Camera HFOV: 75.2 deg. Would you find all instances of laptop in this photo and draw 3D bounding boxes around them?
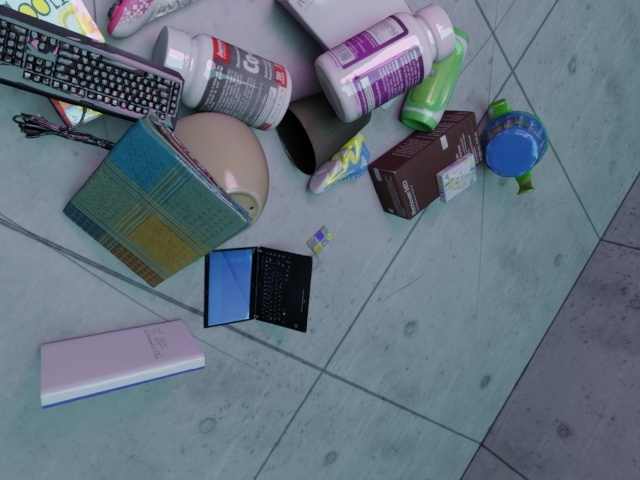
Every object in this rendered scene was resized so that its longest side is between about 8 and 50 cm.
[{"bbox_3d":[-0.174,0.147,1.164,0.136,0.264,0.234,-32,130,-65],"label":"laptop"}]

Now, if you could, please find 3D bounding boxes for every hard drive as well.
[{"bbox_3d":[-0.460,0.271,0.969,0.319,0.210,0.040,-6,109,-32],"label":"hard drive"}]

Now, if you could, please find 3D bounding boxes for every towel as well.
[{"bbox_3d":[0.000,0.000,1.310,0.083,0.009,0.060,-44,123,-14],"label":"towel"},{"bbox_3d":[-0.345,-0.056,0.857,0.271,0.370,0.040,48,37,-19],"label":"towel"}]

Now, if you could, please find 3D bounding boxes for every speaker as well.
[{"bbox_3d":[0.359,-0.503,1.311,0.131,0.131,0.296,18,95,-36],"label":"speaker"}]

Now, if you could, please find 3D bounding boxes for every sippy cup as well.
[{"bbox_3d":[0.674,-0.326,1.463,0.240,0.305,0.224,-59,171,32],"label":"sippy cup"}]

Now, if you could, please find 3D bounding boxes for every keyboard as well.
[{"bbox_3d":[-0.422,-0.261,0.755,0.317,0.033,0.201,10,101,-34],"label":"keyboard"}]

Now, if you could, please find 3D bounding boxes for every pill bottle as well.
[{"bbox_3d":[-0.224,-0.364,0.947,0.283,0.161,0.161,8,101,-36],"label":"pill bottle"},{"bbox_3d":[0.153,-0.421,0.981,0.302,0.169,0.169,-29,122,1],"label":"pill bottle"}]

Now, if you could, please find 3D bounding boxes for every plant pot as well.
[{"bbox_3d":[-0.231,-0.116,0.943,0.284,0.191,0.284,-21,140,-19],"label":"plant pot"}]

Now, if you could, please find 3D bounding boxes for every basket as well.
[{"bbox_3d":[0.016,-0.322,1.133,0.227,0.154,0.204,-38,127,-22],"label":"basket"}]

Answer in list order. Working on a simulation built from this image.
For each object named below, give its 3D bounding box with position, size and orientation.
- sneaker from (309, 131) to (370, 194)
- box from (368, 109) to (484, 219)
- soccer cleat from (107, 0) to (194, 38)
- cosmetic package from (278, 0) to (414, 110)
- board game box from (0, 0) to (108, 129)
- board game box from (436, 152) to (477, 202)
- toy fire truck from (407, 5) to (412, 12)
[{"bbox_3d":[0.073,-0.207,1.241,0.240,0.091,0.126,-52,126,-9],"label":"sneaker"},{"bbox_3d":[0.359,-0.260,1.385,0.381,0.143,0.191,-37,123,-16],"label":"box"},{"bbox_3d":[-0.306,-0.536,0.864,0.143,0.116,0.331,33,86,-36],"label":"soccer cleat"},{"bbox_3d":[0.099,-0.555,1.069,0.385,0.156,0.217,32,108,-37],"label":"cosmetic package"},{"bbox_3d":[-0.492,-0.369,0.779,0.144,0.142,0.275,-36,122,-19],"label":"board game box"},{"bbox_3d":[0.449,-0.205,1.363,0.154,0.026,0.103,-33,123,-21],"label":"board game box"},{"bbox_3d":[0.254,-0.619,1.252,0.135,0.047,0.192,42,82,-37],"label":"toy fire truck"}]
